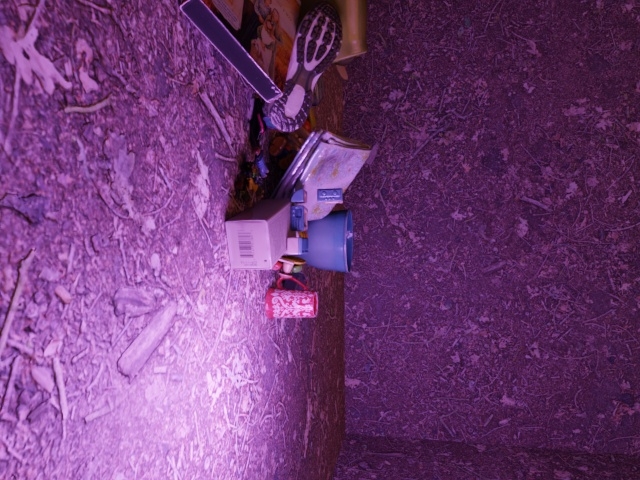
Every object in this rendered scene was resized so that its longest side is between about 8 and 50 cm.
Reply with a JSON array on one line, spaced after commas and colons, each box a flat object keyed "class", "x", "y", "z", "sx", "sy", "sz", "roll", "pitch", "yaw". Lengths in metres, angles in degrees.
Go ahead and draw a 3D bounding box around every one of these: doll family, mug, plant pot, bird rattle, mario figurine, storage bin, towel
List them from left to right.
[{"class": "doll family", "x": -0.202, "y": -0.197, "z": 1.289, "sx": 0.111, "sy": 0.076, "sz": 0.193, "roll": 69, "pitch": 18, "yaw": -51}, {"class": "mug", "x": -0.100, "y": 0.207, "z": 1.533, "sx": 0.113, "sy": 0.169, "sz": 0.150, "roll": -26, "pitch": 115, "yaw": -78}, {"class": "storage bin", "x": -0.103, "y": 0.194, "z": 1.757, "sx": 0.135, "sy": 0.098, "sz": 0.091, "roll": 72, "pitch": 31, "yaw": -58}, {"class": "mario figurine", "x": -0.080, "y": -0.323, "z": 1.683, "sx": 0.320, "sy": 0.170, "sz": 0.198, "roll": 11, "pitch": 76, "yaw": -78}, {"class": "bird rattle", "x": -0.064, "y": -0.438, "z": 1.760, "sx": 0.207, "sy": 0.143, "sz": 0.253, "roll": 12, "pitch": 45, "yaw": -54}, {"class": "plant pot", "x": 0.000, "y": 0.000, "z": 1.844, "sx": 0.271, "sy": 0.255, "sz": 0.272, "roll": 1, "pitch": 90, "yaw": -79}, {"class": "towel", "x": 0.000, "y": -0.215, "z": 1.555, "sx": 0.320, "sy": 0.090, "sz": 0.374, "roll": -3, "pitch": 136, "yaw": -54}, {"class": "plant pot", "x": 0.011, "y": -0.787, "z": 1.468, "sx": 0.366, "sy": 0.366, "sz": 0.353, "roll": -67, "pitch": 143, "yaw": -65}]

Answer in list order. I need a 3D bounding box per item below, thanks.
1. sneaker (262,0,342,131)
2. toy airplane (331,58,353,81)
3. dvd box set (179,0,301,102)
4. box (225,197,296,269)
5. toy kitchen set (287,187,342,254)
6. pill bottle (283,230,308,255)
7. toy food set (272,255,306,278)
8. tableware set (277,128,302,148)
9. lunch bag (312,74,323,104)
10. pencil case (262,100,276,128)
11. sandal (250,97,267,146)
[{"class": "sneaker", "x": -0.083, "y": -0.550, "z": 1.349, "sx": 0.158, "sy": 0.182, "sz": 0.410, "roll": 24, "pitch": 95, "yaw": -42}, {"class": "toy airplane", "x": 0.022, "y": -0.973, "z": 1.955, "sx": 0.386, "sy": 0.272, "sz": 0.384, "roll": 46, "pitch": 31, "yaw": -50}, {"class": "dvd box set", "x": -0.181, "y": -0.613, "z": 1.123, "sx": 0.307, "sy": 0.062, "sz": 0.420, "roll": 41, "pitch": 44, "yaw": -43}, {"class": "box", "x": -0.168, "y": -0.030, "z": 1.310, "sx": 0.311, "sy": 0.121, "sz": 0.148, "roll": -56, "pitch": 144, "yaw": -72}, {"class": "toy kitchen set", "x": -0.012, "y": -0.060, "z": 1.359, "sx": 0.122, "sy": 0.166, "sz": 0.207, "roll": 0, "pitch": 90, "yaw": -80}, {"class": "pill bottle", "x": -0.113, "y": -0.007, "z": 1.613, "sx": 0.215, "sy": 0.117, "sz": 0.117, "roll": -6, "pitch": 96, "yaw": -80}, {"class": "toy food set", "x": -0.130, "y": 0.092, "z": 1.544, "sx": 0.218, "sy": 0.128, "sz": 0.071, "roll": -1, "pitch": 106, "yaw": -78}, {"class": "tableware set", "x": -0.125, "y": -0.409, "z": 1.601, "sx": 0.168, "sy": 0.020, "sz": 0.141, "roll": 43, "pitch": 21, "yaw": -23}, {"class": "lunch bag", "x": -0.038, "y": -0.763, "z": 2.128, "sx": 0.219, "sy": 0.090, "sz": 0.176, "roll": -73, "pitch": 159, "yaw": -58}, {"class": "pencil case", "x": -0.168, "y": -0.461, "z": 1.489, "sx": 0.070, "sy": 0.064, "sz": 0.152, "roll": -34, "pitch": -133, "yaw": 55}, {"class": "sandal", "x": -0.196, "y": -0.383, "z": 1.397, "sx": 0.067, "sy": 0.040, "sz": 0.179, "roll": 64, "pitch": 27, "yaw": -69}]
